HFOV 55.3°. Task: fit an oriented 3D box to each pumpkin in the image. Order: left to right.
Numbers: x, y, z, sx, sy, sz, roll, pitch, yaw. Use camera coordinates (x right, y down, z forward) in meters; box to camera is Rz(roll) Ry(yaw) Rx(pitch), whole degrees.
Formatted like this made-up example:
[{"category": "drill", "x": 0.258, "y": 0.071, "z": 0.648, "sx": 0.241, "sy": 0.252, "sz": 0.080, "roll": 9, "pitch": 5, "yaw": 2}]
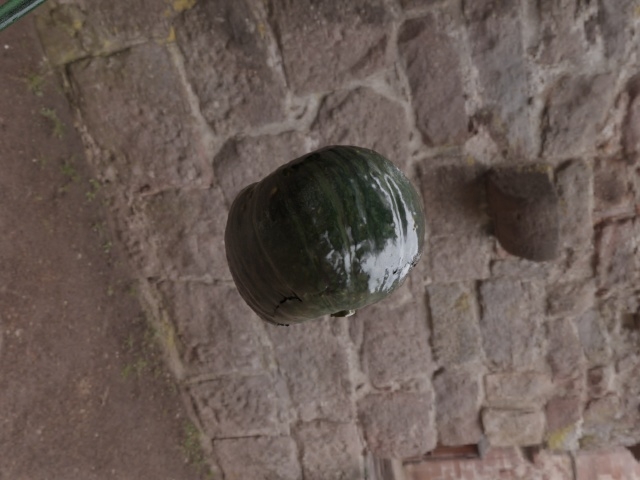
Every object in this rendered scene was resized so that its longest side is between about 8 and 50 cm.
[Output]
[{"category": "pumpkin", "x": 0.000, "y": 0.000, "z": 0.980, "sx": 0.328, "sy": 0.292, "sz": 0.257, "roll": -28, "pitch": -100, "yaw": 63}]

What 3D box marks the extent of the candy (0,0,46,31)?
[{"category": "candy", "x": -0.400, "y": -0.215, "z": 0.683, "sx": 0.119, "sy": 0.440, "sz": 0.119, "roll": 50, "pitch": -10, "yaw": 11}]
